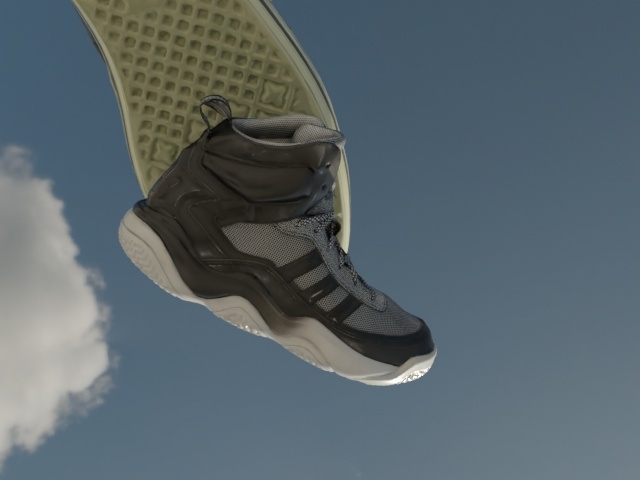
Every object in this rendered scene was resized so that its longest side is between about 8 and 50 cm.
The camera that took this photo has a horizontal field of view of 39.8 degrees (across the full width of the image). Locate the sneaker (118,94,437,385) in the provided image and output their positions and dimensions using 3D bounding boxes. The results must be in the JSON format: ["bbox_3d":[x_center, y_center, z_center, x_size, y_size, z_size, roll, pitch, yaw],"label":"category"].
[{"bbox_3d":[0.000,0.000,0.656,0.268,0.101,0.153,27,-76,-19],"label":"sneaker"}]

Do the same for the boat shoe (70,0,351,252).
[{"bbox_3d":[-0.111,-0.169,0.775,0.186,0.156,0.500,-24,-71,11],"label":"boat shoe"}]
